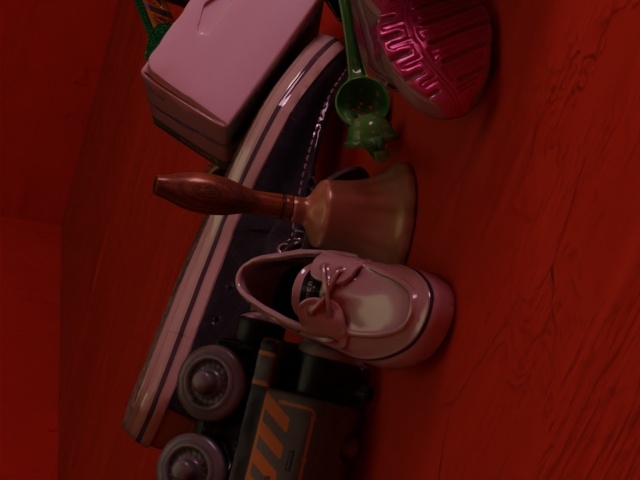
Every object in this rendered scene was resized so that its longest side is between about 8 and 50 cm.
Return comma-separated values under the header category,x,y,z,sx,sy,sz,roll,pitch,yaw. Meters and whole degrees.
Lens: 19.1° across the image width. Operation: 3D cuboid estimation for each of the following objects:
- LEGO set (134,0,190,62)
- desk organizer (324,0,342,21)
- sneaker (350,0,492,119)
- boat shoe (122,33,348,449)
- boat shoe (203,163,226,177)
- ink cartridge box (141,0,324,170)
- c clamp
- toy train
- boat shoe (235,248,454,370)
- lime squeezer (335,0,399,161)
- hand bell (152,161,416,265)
category,x,y,z,sx,sy,sz,roll,pitch,yaw
LEGO set,-0.092,-0.350,2.439,0.331,0.192,0.255,-55,43,22
desk organizer,0.036,-0.294,2.085,0.130,0.050,0.047,120,155,-55
sneaker,0.091,-0.180,1.725,0.252,0.103,0.111,-110,8,-48
boat shoe,-0.058,0.010,2.073,0.187,0.156,0.500,127,164,-72
boat shoe,-0.148,-0.085,2.675,0.135,0.050,0.045,124,146,-59
ink cartridge box,-0.097,-0.211,2.167,0.201,0.117,0.278,-55,-2,-8
c clamp,0.000,0.000,1.935,0.022,0.137,0.160,27,106,35
toy train,-0.057,0.242,1.864,0.142,0.190,0.334,22,-99,-63
boat shoe,0.015,0.051,1.738,0.267,0.088,0.096,16,86,57
lime squeezer,0.051,-0.138,1.902,0.310,0.059,0.110,-99,17,-50
hand bell,-0.041,-0.034,1.832,0.126,0.242,0.126,-170,90,-75
